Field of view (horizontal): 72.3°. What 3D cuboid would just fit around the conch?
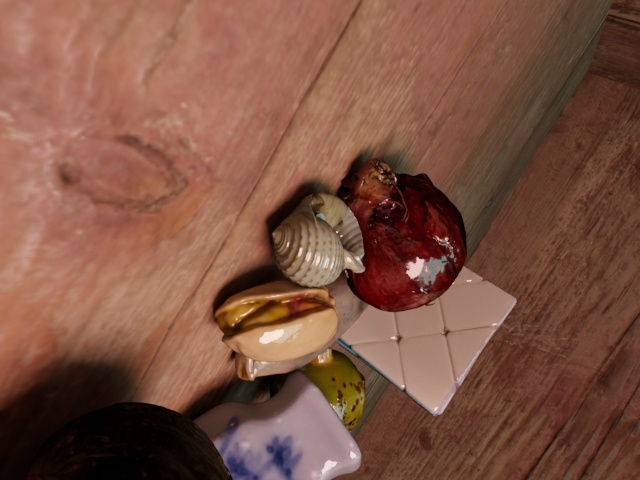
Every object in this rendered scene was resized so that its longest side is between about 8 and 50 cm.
[{"bbox_3d":[-0.007,0.000,0.616,0.153,0.102,0.135,25,68,-60],"label":"conch"}]

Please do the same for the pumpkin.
[{"bbox_3d":[-0.202,0.307,0.393,0.192,0.320,0.320,30,94,-23],"label":"pumpkin"}]

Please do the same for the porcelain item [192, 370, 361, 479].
[{"bbox_3d":[-0.145,0.388,0.658,0.405,0.242,0.178,-31,170,-24],"label":"porcelain item"}]

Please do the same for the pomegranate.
[{"bbox_3d":[-0.019,0.292,0.890,0.198,0.198,0.245,-44,118,-28],"label":"pomegranate"}]

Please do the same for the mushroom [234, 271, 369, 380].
[{"bbox_3d":[-0.006,0.148,0.797,0.351,0.097,0.109,-29,114,-42],"label":"mushroom"}]

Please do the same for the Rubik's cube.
[{"bbox_3d":[0.248,0.217,1.112,0.318,0.322,0.316,-51,157,-10],"label":"Rubik's cube"}]

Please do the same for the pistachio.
[{"bbox_3d":[-0.059,0.118,0.635,0.201,0.117,0.145,-10,164,-48],"label":"pistachio"}]

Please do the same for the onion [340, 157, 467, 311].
[{"bbox_3d":[0.146,-0.011,0.772,0.221,0.280,0.281,-19,179,35],"label":"onion"}]

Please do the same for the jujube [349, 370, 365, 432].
[{"bbox_3d":[0.039,0.465,1.246,0.230,0.155,0.155,-64,157,-7],"label":"jujube"}]
